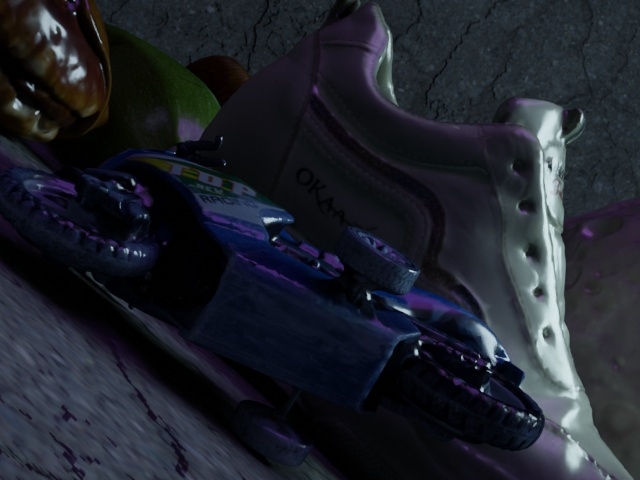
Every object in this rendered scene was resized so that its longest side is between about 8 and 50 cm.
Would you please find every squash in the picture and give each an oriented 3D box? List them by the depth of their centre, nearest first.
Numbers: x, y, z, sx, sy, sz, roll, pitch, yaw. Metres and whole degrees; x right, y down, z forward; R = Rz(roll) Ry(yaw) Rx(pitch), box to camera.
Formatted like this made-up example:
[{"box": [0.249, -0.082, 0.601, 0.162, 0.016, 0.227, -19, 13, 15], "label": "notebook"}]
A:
[{"box": [-0.126, -0.082, 1.083, 0.101, 0.101, 0.378, 40, 2, -26], "label": "squash"}]

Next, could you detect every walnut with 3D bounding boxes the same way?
[{"box": [-0.184, -0.126, 0.905, 0.116, 0.116, 0.207, 42, -5, 48], "label": "walnut"}]

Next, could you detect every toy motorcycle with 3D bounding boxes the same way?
[{"box": [-0.019, 0.021, 0.667, 0.254, 0.092, 0.135, 26, 10, -18], "label": "toy motorcycle"}]

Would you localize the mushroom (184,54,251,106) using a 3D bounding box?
[{"box": [-0.046, -0.064, 1.501, 0.253, 0.153, 0.253, 38, -3, 2], "label": "mushroom"}]

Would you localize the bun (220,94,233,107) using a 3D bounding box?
[{"box": [0.000, 0.000, 1.119, 0.231, 0.133, 0.231, 42, -6, 5], "label": "bun"}]

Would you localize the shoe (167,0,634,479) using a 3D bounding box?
[{"box": [0.073, 0.022, 0.810, 0.342, 0.210, 0.132, 41, 1, 13], "label": "shoe"}]

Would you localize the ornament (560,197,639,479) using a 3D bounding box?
[{"box": [0.197, 0.105, 0.967, 0.259, 0.259, 0.225, 40, 42, -12], "label": "ornament"}]
